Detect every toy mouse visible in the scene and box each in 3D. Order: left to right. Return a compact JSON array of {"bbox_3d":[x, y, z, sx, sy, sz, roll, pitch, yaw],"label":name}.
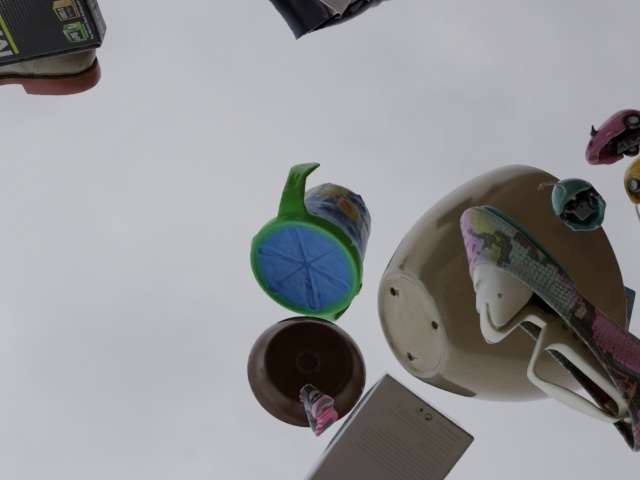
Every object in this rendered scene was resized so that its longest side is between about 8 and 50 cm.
[{"bbox_3d":[0.232,-0.060,0.738,0.143,0.161,0.031,-10,-134,-19],"label":"toy mouse"}]

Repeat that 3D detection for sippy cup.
[{"bbox_3d":[0.000,0.000,1.844,0.240,0.306,0.224,28,-143,1],"label":"sippy cup"}]

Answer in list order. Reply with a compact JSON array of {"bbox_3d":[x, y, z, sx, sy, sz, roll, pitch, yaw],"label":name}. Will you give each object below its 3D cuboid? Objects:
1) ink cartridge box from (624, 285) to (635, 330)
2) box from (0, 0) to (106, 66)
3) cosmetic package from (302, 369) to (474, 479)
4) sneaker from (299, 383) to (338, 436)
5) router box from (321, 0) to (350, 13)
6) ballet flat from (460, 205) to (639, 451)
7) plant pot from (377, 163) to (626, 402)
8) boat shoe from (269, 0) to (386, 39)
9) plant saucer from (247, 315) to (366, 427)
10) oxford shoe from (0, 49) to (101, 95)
[{"bbox_3d":[0.410,0.103,1.379,0.180,0.060,0.104,22,-101,-40],"label":"ink cartridge box"},{"bbox_3d":[-0.314,-0.250,0.813,0.184,0.191,0.045,-10,-139,4],"label":"box"},{"bbox_3d":[0.072,0.297,1.162,0.138,0.224,0.225,35,-94,8],"label":"cosmetic package"},{"bbox_3d":[-0.008,0.258,1.371,0.047,0.119,0.057,-39,-119,-24],"label":"sneaker"},{"bbox_3d":[0.002,-0.427,0.833,0.301,0.335,0.082,21,-161,-49],"label":"router box"},{"bbox_3d":[0.171,0.066,0.659,0.079,0.077,0.221,-41,-107,-17],"label":"ballet flat"},{"bbox_3d":[0.179,0.071,1.039,0.190,0.284,0.284,-17,-106,-26],"label":"plant pot"},{"bbox_3d":[-0.050,-0.423,1.149,0.341,0.158,0.127,57,-166,-13],"label":"boat shoe"},{"bbox_3d":[-0.020,0.205,1.456,0.198,0.036,0.199,4,-123,-5],"label":"plant saucer"},{"bbox_3d":[-0.503,-0.293,1.303,0.348,0.130,0.123,-4,-133,-12],"label":"oxford shoe"}]
